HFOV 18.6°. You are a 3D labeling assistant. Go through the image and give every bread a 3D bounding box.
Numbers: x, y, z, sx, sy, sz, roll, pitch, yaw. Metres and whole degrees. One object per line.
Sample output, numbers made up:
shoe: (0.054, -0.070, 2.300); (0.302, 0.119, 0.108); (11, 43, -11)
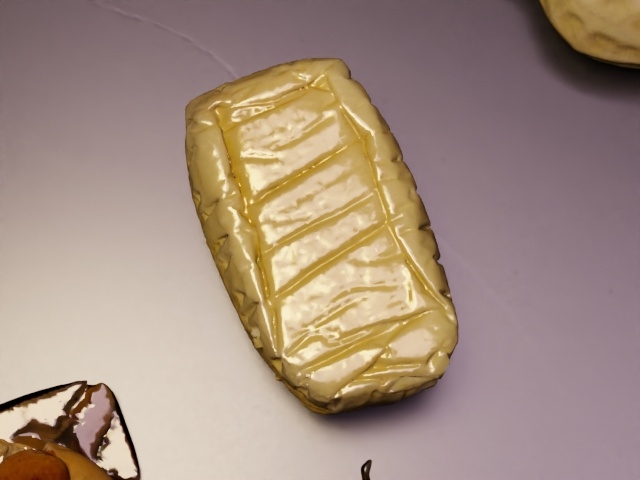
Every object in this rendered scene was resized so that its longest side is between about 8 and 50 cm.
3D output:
bread: (0.000, 0.000, 1.261); (0.140, 0.106, 0.236); (-20, 78, -6)

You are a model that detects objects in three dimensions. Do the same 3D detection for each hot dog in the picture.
hot dog: (-0.173, 0.249, 1.204); (0.194, 0.107, 0.326); (-15, 78, -4)

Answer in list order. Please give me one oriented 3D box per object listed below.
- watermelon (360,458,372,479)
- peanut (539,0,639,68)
watermelon: (0.116, 0.258, 1.188); (0.232, 0.127, 0.204); (11, 77, 1)
peanut: (0.178, -0.200, 1.310); (0.274, 0.111, 0.125); (38, 95, 12)
